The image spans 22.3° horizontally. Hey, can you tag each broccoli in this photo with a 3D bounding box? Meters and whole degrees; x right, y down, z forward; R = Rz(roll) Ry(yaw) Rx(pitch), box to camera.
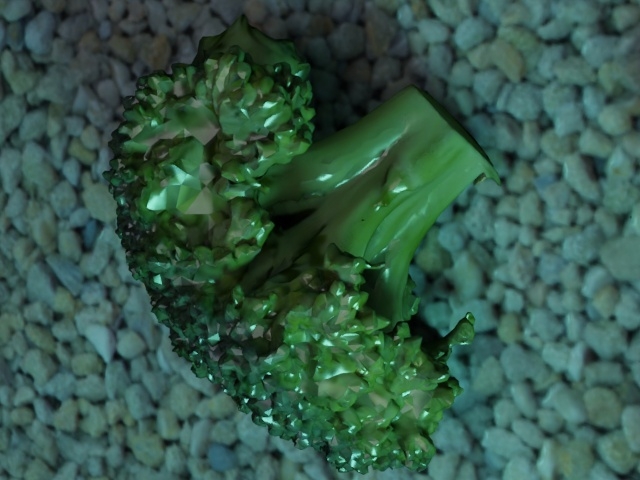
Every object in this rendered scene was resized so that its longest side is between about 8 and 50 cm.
[{"bbox_3d":[-0.025,0.003,1.312,0.338,0.277,0.318,21,89,15],"label":"broccoli"}]
